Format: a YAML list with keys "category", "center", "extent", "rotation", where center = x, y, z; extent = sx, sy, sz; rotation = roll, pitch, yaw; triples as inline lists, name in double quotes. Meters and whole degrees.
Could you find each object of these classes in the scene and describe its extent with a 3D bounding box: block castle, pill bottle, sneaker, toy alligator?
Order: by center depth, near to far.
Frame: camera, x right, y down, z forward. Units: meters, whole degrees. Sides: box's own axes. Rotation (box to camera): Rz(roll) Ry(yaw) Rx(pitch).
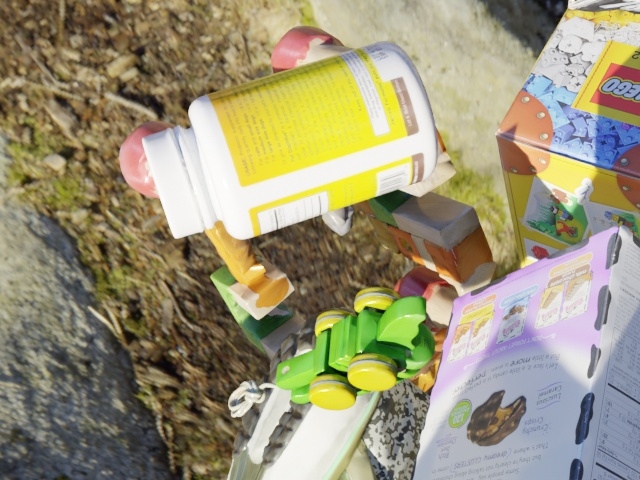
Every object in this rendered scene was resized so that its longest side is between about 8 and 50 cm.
- category: "toy alligator"
  center: [0.014, 0.080, 0.610]
  extent: [0.051, 0.190, 0.056]
  rotation: [27, 50, -27]
- category: "sneaker"
  center: [-0.009, 0.268, 0.772]
  extent: [0.182, 0.158, 0.410]
  rotation: [30, 81, -17]
- category: "pill bottle"
  center: [-0.025, -0.073, 0.773]
  extent: [0.215, 0.117, 0.117]
  rotation: [-18, 67, -7]
- category: "block castle"
  center: [0.000, 0.000, 1.171]
  extent: [0.303, 0.453, 0.213]
  rotation: [-37, 29, -15]

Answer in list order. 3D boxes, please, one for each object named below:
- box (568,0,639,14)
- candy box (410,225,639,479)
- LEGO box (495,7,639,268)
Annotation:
- category: "box"
  center: [0.219, -0.264, 0.507]
  extent: [0.073, 0.293, 0.295]
  rotation: [-10, 88, 49]
- category: "candy box"
  center: [0.142, 0.110, 0.634]
  extent: [0.070, 0.165, 0.196]
  rotation: [31, 57, -19]
- category: "LEGO box"
  center: [0.399, -0.092, 1.172]
  extent: [0.193, 0.500, 0.372]
  rotation: [22, 68, 28]
